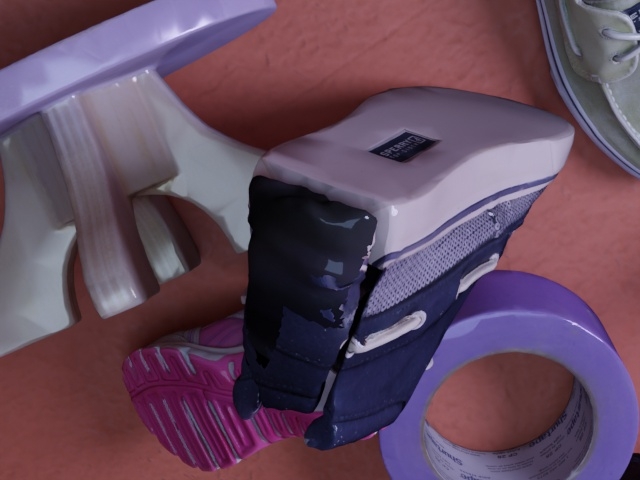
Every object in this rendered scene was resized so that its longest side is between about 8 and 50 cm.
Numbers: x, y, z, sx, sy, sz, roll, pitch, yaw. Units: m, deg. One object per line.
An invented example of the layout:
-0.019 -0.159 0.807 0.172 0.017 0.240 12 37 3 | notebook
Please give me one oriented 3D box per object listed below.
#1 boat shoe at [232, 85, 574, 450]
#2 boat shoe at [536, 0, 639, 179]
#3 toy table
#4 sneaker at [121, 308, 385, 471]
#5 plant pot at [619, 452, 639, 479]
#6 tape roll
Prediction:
0.052 0.005 0.808 0.127 0.340 0.158 22 113 25 | boat shoe
0.191 -0.159 0.859 0.109 0.094 0.302 -27 108 9 | boat shoe
-0.132 -0.042 0.835 0.274 0.252 0.161 -23 93 15 | toy table
-0.031 0.094 0.937 0.252 0.111 0.103 -9 107 34 | sneaker
0.284 0.279 0.980 0.230 0.215 0.215 45 104 -2 | plant pot
0.135 0.123 0.971 0.189 0.080 0.189 0 110 -1 | tape roll
